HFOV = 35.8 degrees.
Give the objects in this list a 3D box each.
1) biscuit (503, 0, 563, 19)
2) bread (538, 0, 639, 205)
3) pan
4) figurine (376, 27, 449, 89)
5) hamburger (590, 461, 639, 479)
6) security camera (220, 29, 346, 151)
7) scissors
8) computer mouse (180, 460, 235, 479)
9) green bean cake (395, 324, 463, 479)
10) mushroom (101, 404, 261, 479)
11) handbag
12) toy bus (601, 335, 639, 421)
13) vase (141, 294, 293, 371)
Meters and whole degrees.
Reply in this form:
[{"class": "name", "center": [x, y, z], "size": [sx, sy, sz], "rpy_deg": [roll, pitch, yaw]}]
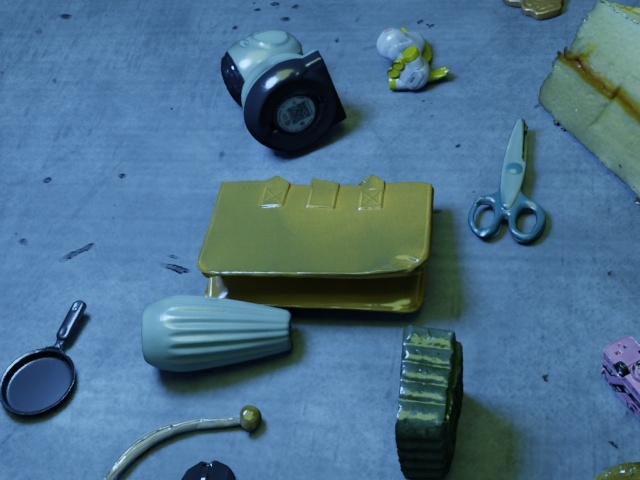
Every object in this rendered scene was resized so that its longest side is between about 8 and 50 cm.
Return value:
[{"class": "biscuit", "center": [0.464, -0.571, 2.202], "size": [0.144, 0.040, 0.236], "rpy_deg": [-20, 47, 1]}, {"class": "bread", "center": [0.541, -0.235, 1.705], "size": [0.405, 0.345, 0.242], "rpy_deg": [24, 54, 20]}, {"class": "pan", "center": [-0.467, 0.206, 1.726], "size": [0.136, 0.028, 0.235], "rpy_deg": [12, 57, 19]}, {"class": "figurine", "center": [0.184, -0.388, 2.074], "size": [0.130, 0.109, 0.178], "rpy_deg": [2, 45, -22]}, {"class": "hamburger", "center": [0.471, 0.416, 1.298], "size": [0.285, 0.134, 0.265], "rpy_deg": [-9, 47, 6]}, {"class": "security camera", "center": [-0.095, -0.323, 2.005], "size": [0.191, 0.197, 0.277], "rpy_deg": [-29, 44, -2]}, {"class": "scissors", "center": [0.356, -0.115, 1.829], "size": [0.138, 0.041, 0.289], "rpy_deg": [6, 55, 14]}, {"class": "computer mouse", "center": [-0.174, 0.398, 1.488], "size": [0.099, 0.057, 0.172], "rpy_deg": [-8, 46, 7]}, {"class": "green bean cake", "center": [0.159, 0.245, 1.471], "size": [0.094, 0.183, 0.185], "rpy_deg": [6, 51, 12]}, {"class": "mushroom", "center": [-0.241, 0.325, 1.580], "size": [0.306, 0.043, 0.068], "rpy_deg": [-21, 25, -5]}, {"class": "handbag", "center": [0.000, 0.000, 1.751], "size": [0.401, 0.133, 0.283], "rpy_deg": [-1, 45, 10]}, {"class": "toy bus", "center": [0.498, 0.239, 1.471], "size": [0.063, 0.090, 0.203], "rpy_deg": [-25, 51, -10]}, {"class": "vase", "center": [-0.171, 0.154, 1.657], "size": [0.248, 0.128, 0.128], "rpy_deg": [-1, 49, -2]}]
